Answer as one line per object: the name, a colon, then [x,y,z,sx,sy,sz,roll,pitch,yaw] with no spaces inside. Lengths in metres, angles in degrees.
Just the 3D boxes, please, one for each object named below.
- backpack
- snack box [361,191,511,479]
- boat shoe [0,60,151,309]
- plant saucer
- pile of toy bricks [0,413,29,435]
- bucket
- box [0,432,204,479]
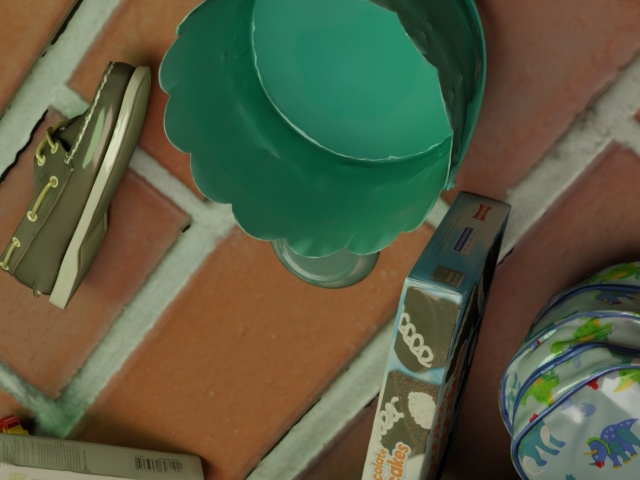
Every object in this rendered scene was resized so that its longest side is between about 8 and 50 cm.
backpack: [0.333,0.185,1.690,0.355,0.273,0.290,53,129,4]
snack box: [0.104,0.135,1.766,0.060,0.187,0.322,18,122,12]
boat shoe: [-0.250,-0.061,1.847,0.091,0.109,0.305,26,127,1]
plant saucer: [0.000,0.000,1.834,0.119,0.021,0.119,9,119,17]
pile of toy bricks: [-0.380,0.292,2.102,0.105,0.118,0.212,46,146,41]
bucket: [0.014,-0.143,1.658,0.281,0.183,0.281,9,119,16]
box: [-0.285,0.357,2.051,0.232,0.058,0.322,10,123,-20]
